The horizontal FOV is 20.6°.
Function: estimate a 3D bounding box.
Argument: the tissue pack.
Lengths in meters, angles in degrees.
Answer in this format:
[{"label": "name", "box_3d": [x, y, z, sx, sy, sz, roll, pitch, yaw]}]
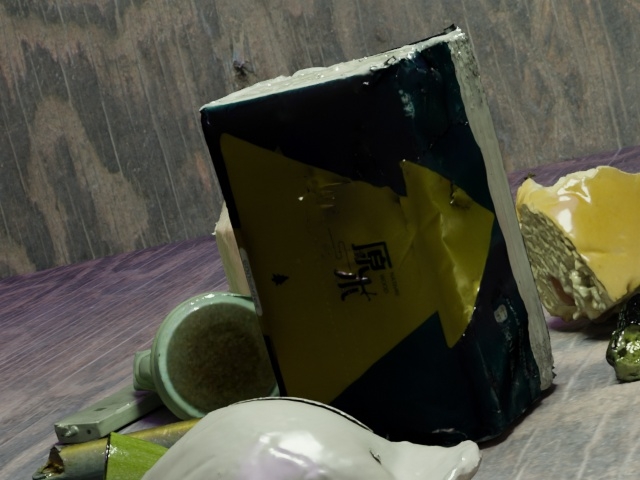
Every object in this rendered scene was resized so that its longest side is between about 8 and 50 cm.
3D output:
[{"label": "tissue pack", "box_3d": [0.068, 0.002, 1.900, 0.264, 0.417, 0.253, -10, 9, 31]}]

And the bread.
[{"label": "bread", "box_3d": [0.353, -0.017, 2.193, 0.224, 0.211, 0.183, -27, -18, -26]}]

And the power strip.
[{"label": "power strip", "box_3d": [-0.272, 0.228, 2.345, 0.080, 0.029, 0.227, -7, 10, 33]}]

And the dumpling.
[{"label": "dumpling", "box_3d": [-0.057, 0.234, 1.407, 0.341, 0.181, 0.260, 12, 27, 19]}]

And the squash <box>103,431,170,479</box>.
[{"label": "squash", "box_3d": [-0.159, 0.253, 1.815, 0.132, 0.105, 0.105, 4, 6, -6]}]

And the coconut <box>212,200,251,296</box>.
[{"label": "coconut", "box_3d": [0.000, 0.000, 2.446, 0.297, 0.310, 0.297, -14, 7, 2]}]

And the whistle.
[{"label": "whistle", "box_3d": [-0.177, 0.237, 2.002, 0.326, 0.057, 0.068, -12, 8, 16]}]

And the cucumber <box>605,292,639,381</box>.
[{"label": "cucumber", "box_3d": [0.366, 0.096, 2.001, 0.067, 0.067, 0.245, -12, 9, 16]}]

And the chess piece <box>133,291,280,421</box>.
[{"label": "chess piece", "box_3d": [-0.143, 0.161, 2.241, 0.175, 0.176, 0.298, -16, -4, -14]}]
